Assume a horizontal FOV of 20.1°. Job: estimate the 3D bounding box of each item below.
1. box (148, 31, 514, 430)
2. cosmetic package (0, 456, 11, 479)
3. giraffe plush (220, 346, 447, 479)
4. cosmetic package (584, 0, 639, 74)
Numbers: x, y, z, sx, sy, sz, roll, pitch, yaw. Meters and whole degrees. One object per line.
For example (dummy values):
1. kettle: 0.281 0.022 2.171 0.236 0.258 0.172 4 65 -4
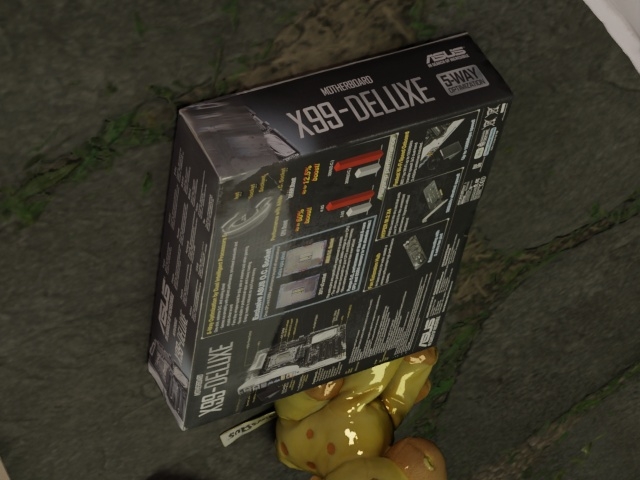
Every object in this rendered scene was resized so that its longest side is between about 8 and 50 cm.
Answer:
1. box: 0.000 0.000 1.389 0.242 0.076 0.307 -17 145 -23
2. cosmetic package: -0.373 0.264 1.348 0.309 0.160 0.113 -11 141 -32
3. giraffe plush: 0.037 0.185 1.582 0.210 0.170 0.181 -37 148 7
4. cosmetic package: 0.287 -0.337 0.943 0.394 0.329 0.327 -20 145 -19
